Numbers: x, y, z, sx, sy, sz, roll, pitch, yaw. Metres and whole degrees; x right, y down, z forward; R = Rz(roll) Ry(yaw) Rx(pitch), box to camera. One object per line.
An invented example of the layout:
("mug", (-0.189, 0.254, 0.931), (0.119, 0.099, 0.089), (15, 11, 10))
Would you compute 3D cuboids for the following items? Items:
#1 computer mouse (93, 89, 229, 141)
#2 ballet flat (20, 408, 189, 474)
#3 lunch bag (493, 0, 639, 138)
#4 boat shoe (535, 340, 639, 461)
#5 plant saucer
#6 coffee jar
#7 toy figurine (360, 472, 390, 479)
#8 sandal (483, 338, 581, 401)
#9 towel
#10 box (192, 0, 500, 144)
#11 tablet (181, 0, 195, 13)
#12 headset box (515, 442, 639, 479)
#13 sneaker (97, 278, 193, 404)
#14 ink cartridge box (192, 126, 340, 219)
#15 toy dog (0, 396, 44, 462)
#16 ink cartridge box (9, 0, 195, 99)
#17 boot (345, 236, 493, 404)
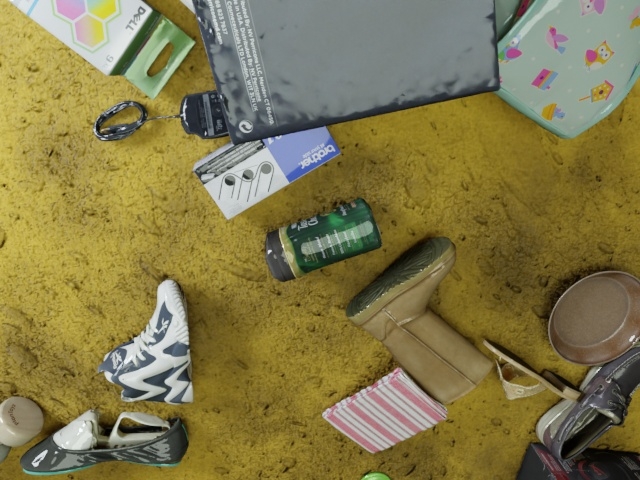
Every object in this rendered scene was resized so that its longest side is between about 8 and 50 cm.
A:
("computer mouse", (-0.218, -0.181, 0.845), (0.242, 0.041, 0.071), (-5, 95, 3))
("ballet flat", (-0.378, 0.349, 1.007), (0.281, 0.095, 0.096), (2, 101, -19))
("lunch bag", (0.337, -0.296, 0.780), (0.223, 0.160, 0.262), (24, 103, -29))
("boat shoe", (0.548, 0.318, 1.095), (0.103, 0.092, 0.285), (40, 102, -19))
("plant saucer", (0.513, 0.140, 1.053), (0.199, 0.036, 0.198), (-2, 111, -6))
("coffee jar", (0.000, 0.000, 0.905), (0.184, 0.096, 0.079), (-21, 109, 1))
("toy figurine", (0.120, 0.581, 1.112), (0.130, 0.159, 0.173), (-1, 111, -7))
("sandal", (0.384, 0.271, 1.061), (0.240, 0.088, 0.079), (27, 100, -21))
("towel", (0.120, 0.326, 1.063), (0.197, 0.029, 0.144), (-37, 111, 28))
("box", (0.029, -0.256, 0.686), (0.294, 0.296, 0.182), (-12, 113, 5))
("tablet", (-0.183, -0.361, 0.791), (0.083, 0.006, 0.054), (40, 102, -18))
("headset box", (0.546, 0.520, 1.107), (0.293, 0.218, 0.110), (9, 110, -11))
("sneaker", (-0.295, 0.178, 0.940), (0.153, 0.094, 0.235), (-5, 122, -14))
("ink cartridge box", (-0.083, -0.127, 0.873), (0.207, 0.046, 0.097), (-30, 113, 5))
("toy dog", (-0.637, 0.296, 0.910), (0.334, 0.161, 0.220), (23, 106, -15))
("ink cartridge box", (-0.289, -0.296, 0.762), (0.209, 0.062, 0.109), (38, 102, -12))
("boot", (0.211, 0.146, 0.993), (0.236, 0.089, 0.269), (-39, 110, 25))
